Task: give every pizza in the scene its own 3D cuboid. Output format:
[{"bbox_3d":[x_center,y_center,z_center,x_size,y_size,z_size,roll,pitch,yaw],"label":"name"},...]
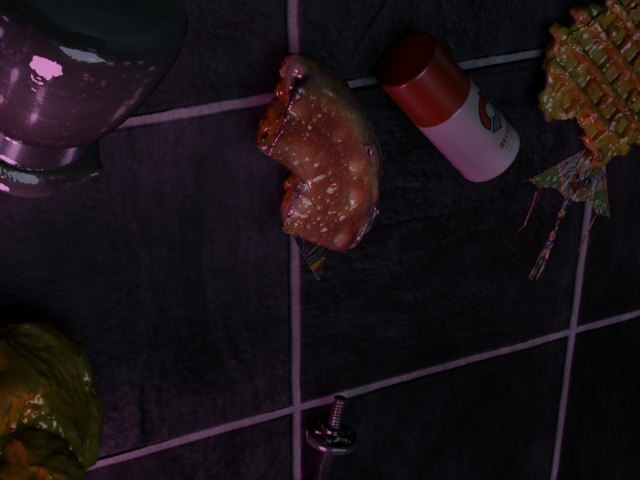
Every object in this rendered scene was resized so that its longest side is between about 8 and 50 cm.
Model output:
[{"bbox_3d":[-0.003,-0.111,1.495,0.161,0.085,0.305,-25,130,-9],"label":"pizza"}]

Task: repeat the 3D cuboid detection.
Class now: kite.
[{"bbox_3d":[0.373,-0.046,1.780,0.198,0.006,0.244,15,108,-33],"label":"kite"},{"bbox_3d":[0.000,0.000,1.608,0.090,0.004,0.122,2,115,-29],"label":"kite"}]

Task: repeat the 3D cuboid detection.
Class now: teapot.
[{"bbox_3d":[-0.321,-0.176,1.194,0.305,0.223,0.285,7,139,-28],"label":"teapot"}]

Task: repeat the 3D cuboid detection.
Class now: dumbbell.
[{"bbox_3d":[0.005,0.344,1.753,0.081,0.081,0.254,-1,116,-28],"label":"dumbbell"}]

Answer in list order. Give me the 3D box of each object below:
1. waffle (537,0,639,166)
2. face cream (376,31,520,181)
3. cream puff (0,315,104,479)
[{"bbox_3d":[0.421,-0.237,1.673,0.291,0.051,0.291,-14,123,-22],"label":"waffle"},{"bbox_3d":[0.172,-0.175,1.546,0.096,0.096,0.214,-47,127,2],"label":"face cream"},{"bbox_3d":[-0.402,0.240,1.366,0.323,0.270,0.274,-27,121,-15],"label":"cream puff"}]
